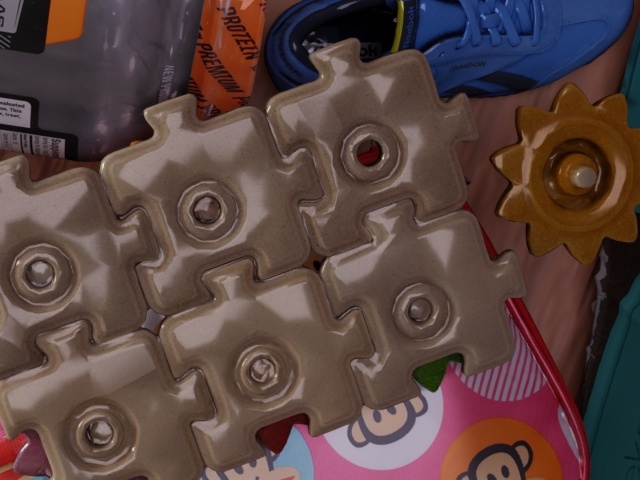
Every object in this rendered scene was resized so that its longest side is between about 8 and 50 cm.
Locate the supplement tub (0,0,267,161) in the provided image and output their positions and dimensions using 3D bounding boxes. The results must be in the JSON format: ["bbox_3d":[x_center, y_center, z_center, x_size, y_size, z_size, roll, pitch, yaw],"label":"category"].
[{"bbox_3d":[-0.184,-0.144,0.780,0.316,0.193,0.193,8,89,-7],"label":"supplement tub"}]

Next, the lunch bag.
[{"bbox_3d":[-0.033,0.083,0.842,0.293,0.120,0.258,-27,89,-7],"label":"lunch bag"}]

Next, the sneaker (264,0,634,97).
[{"bbox_3d":[0.074,-0.111,0.867,0.209,0.082,0.069,-10,89,-8],"label":"sneaker"}]

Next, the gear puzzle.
[{"bbox_3d":[0.000,0.000,0.763,0.339,0.044,0.175,-20,102,-7],"label":"gear puzzle"}]

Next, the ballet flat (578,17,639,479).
[{"bbox_3d":[0.223,0.009,0.877,0.147,0.147,0.408,12,92,-7],"label":"ballet flat"}]
